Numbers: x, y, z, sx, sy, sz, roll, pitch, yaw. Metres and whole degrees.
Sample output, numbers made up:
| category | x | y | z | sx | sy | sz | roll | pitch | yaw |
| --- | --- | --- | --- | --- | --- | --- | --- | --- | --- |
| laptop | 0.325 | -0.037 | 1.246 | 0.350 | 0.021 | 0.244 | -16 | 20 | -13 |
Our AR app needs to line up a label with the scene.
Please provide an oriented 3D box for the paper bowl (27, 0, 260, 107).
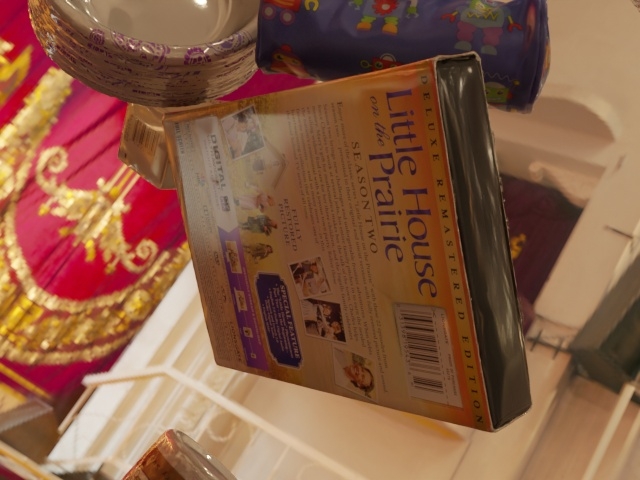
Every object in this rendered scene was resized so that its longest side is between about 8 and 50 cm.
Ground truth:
| category | x | y | z | sx | sy | sz | roll | pitch | yaw |
| --- | --- | --- | --- | --- | --- | --- | --- | --- | --- |
| paper bowl | -0.194 | -0.278 | 0.977 | 0.284 | 0.284 | 0.148 | 33 | -34 | 2 |

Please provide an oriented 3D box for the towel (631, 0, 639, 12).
| category | x | y | z | sx | sy | sz | roll | pitch | yaw |
| --- | --- | --- | --- | --- | --- | --- | --- | --- | --- |
| towel | 0.486 | -0.404 | 1.132 | 0.235 | 0.121 | 0.284 | 55 | 9 | 11 |

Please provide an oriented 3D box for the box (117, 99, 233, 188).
| category | x | y | z | sx | sy | sz | roll | pitch | yaw |
| --- | --- | --- | --- | --- | --- | --- | --- | --- | --- |
| box | -0.177 | -0.170 | 1.455 | 0.311 | 0.121 | 0.148 | -6 | 30 | -46 |

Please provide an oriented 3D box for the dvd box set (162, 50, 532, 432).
| category | x | y | z | sx | sy | sz | roll | pitch | yaw |
| --- | --- | --- | --- | --- | --- | --- | --- | --- | --- |
| dvd box set | 0.000 | 0.000 | 0.815 | 0.421 | 0.062 | 0.307 | 0 | -75 | 51 |

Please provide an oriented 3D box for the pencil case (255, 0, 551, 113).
| category | x | y | z | sx | sy | sz | roll | pitch | yaw |
| --- | --- | --- | --- | --- | --- | --- | --- | --- | --- |
| pencil case | 0.083 | -0.214 | 0.855 | 0.306 | 0.133 | 0.119 | 12 | -27 | 10 |

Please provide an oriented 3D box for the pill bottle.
| category | x | y | z | sx | sy | sz | roll | pitch | yaw |
| --- | --- | --- | --- | --- | --- | --- | --- | --- | --- |
| pill bottle | -0.197 | 0.336 | 0.921 | 0.131 | 0.229 | 0.131 | 41 | -9 | 7 |
